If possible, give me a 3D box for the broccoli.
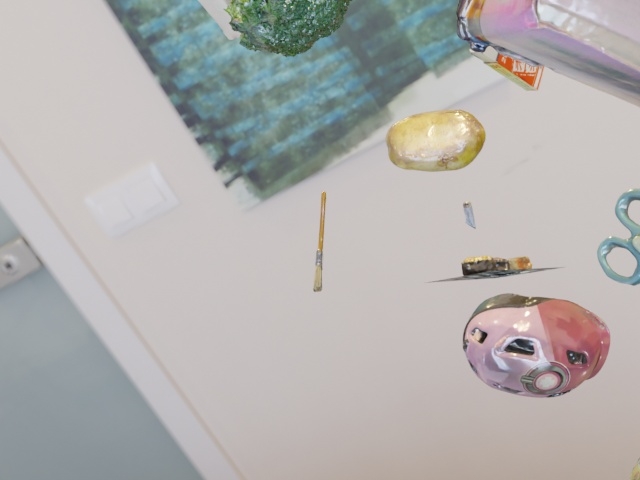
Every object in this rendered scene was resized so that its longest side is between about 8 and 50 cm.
[{"bbox_3d":[-0.053,-0.419,1.397,0.265,0.245,0.294,-28,-16,-50],"label":"broccoli"}]

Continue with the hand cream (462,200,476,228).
[{"bbox_3d":[0.335,-0.060,2.041,0.030,0.093,0.019,35,75,30],"label":"hand cream"}]

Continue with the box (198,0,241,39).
[{"bbox_3d":[-0.134,-0.549,1.578,0.069,0.214,0.353,-7,49,39],"label":"box"}]

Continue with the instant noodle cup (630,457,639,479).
[{"bbox_3d":[0.596,0.411,1.437,0.205,0.205,0.153,-32,-1,-1],"label":"instant noodle cup"}]

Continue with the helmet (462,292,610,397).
[{"bbox_3d":[0.379,0.205,1.637,0.253,0.198,0.154,19,34,17],"label":"helmet"}]

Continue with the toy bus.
[{"bbox_3d":[0.340,-0.201,0.874,0.162,0.386,0.171,-118,48,-70],"label":"toy bus"}]

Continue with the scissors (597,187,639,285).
[{"bbox_3d":[0.482,0.031,1.202,0.289,0.041,0.138,41,117,53],"label":"scissors"}]

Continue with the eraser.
[{"bbox_3d":[0.392,-0.413,1.835,0.038,0.230,0.157,14,88,44],"label":"eraser"}]

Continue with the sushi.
[{"bbox_3d":[0.264,0.038,1.382,0.201,0.031,0.139,0,-9,-45],"label":"sushi"}]

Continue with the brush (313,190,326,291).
[{"bbox_3d":[0.000,0.000,1.489,0.014,0.170,0.043,3,-15,2],"label":"brush"}]

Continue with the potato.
[{"bbox_3d":[0.190,-0.164,1.509,0.170,0.080,0.107,-6,62,18],"label":"potato"}]
